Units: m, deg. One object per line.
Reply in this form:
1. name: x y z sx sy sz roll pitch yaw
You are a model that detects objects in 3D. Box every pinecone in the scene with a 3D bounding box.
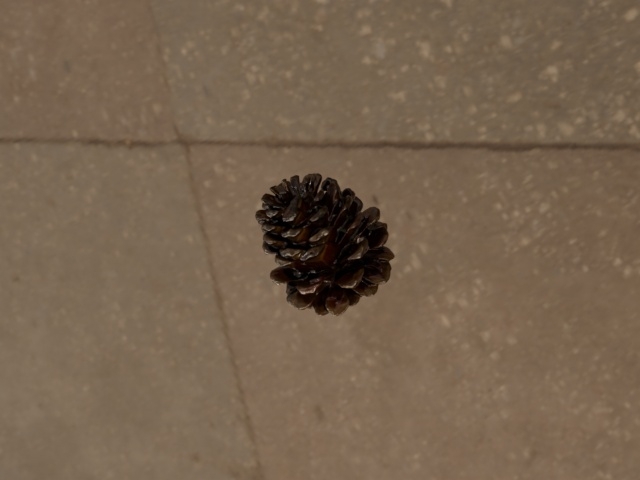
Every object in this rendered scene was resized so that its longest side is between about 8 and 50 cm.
1. pinecone: -0.003 0.001 0.918 0.109 0.102 0.102 40 145 -24
